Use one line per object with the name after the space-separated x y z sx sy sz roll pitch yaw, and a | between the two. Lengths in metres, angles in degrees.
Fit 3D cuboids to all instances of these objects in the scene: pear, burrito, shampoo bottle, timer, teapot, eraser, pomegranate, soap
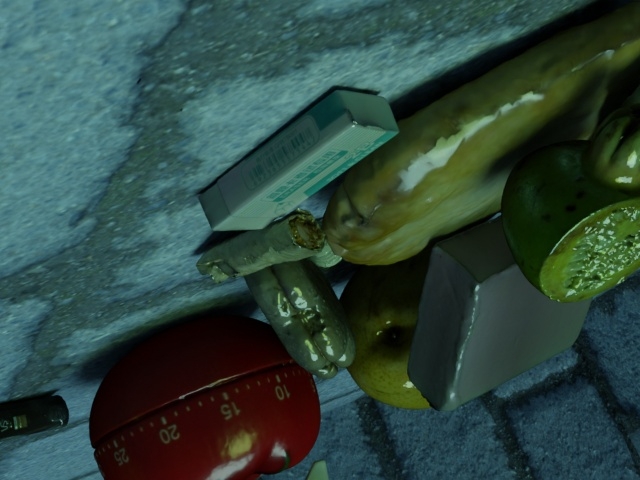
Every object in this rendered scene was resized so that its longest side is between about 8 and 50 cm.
0.172 0.138 1.782 0.314 0.314 0.314 -23 165 -7 | pear
-0.076 0.007 1.306 0.087 0.060 0.226 -6 171 -41 | burrito
-0.504 0.292 1.656 0.063 0.057 0.208 -28 165 39 | shampoo bottle
-0.190 0.284 1.705 0.378 0.279 0.378 -23 167 -6 | timer
0.000 0.000 1.485 0.067 0.057 0.083 -64 158 -2 | teapot
-0.026 -0.085 1.145 0.225 0.052 0.095 -34 162 32 | eraser
0.296 -0.053 1.215 0.190 0.159 0.241 -25 144 -4 | pomegranate
0.283 0.089 1.541 0.296 0.107 0.285 -20 136 -30 | soap

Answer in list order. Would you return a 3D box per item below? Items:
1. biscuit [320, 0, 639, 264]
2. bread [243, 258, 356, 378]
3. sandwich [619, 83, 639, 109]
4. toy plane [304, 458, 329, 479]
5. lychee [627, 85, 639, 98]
0.201 -0.106 1.343 0.446 0.104 0.429 -28 164 -1 | biscuit
-0.019 0.114 1.575 0.102 0.183 0.337 -32 162 1 | bread
0.480 -0.205 1.275 0.301 0.099 0.271 -45 167 -8 | sandwich
-0.086 0.444 1.641 0.267 0.122 0.267 -12 -177 1 | toy plane
0.521 -0.138 1.518 0.271 0.271 0.271 -23 165 -7 | lychee
